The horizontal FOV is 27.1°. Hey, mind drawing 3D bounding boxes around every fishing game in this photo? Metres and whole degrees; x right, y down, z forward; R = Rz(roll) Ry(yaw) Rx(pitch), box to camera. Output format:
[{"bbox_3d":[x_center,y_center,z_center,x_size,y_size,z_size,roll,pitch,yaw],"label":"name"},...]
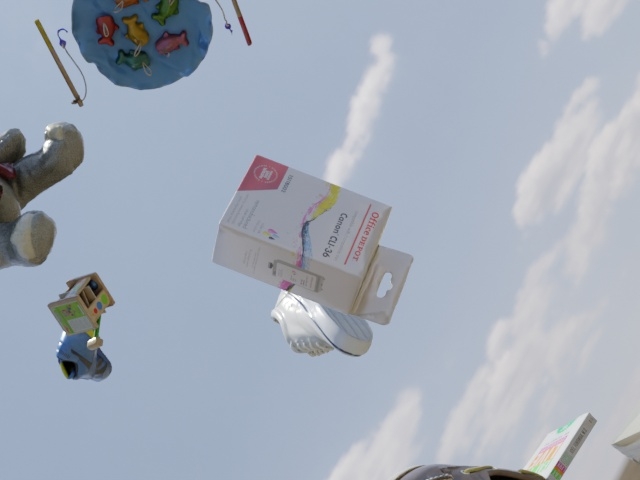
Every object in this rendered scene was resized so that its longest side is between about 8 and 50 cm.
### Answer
[{"bbox_3d":[-0.231,-0.276,1.722,0.041,0.264,0.189,-98,-9,-56],"label":"fishing game"}]

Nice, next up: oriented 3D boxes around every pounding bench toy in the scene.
[{"bbox_3d":[-0.302,0.093,1.734,0.083,0.052,0.065,61,-148,-22],"label":"pounding bench toy"}]

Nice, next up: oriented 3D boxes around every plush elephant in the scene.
[{"bbox_3d":[-0.509,-0.091,1.734,0.255,0.330,0.272,53,-150,-30],"label":"plush elephant"}]

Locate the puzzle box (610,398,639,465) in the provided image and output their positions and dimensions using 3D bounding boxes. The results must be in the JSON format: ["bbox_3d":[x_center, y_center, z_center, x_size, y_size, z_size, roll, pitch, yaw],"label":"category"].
[{"bbox_3d":[0.486,0.063,1.478,0.409,0.052,0.272,-52,-7,-15],"label":"puzzle box"}]

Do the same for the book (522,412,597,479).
[{"bbox_3d":[0.332,0.314,1.892,0.144,0.035,0.096,-45,0,-41],"label":"book"}]

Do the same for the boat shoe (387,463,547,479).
[{"bbox_3d":[0.191,0.336,1.669,0.324,0.096,0.117,12,-111,-51],"label":"boat shoe"}]

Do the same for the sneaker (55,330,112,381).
[{"bbox_3d":[-0.403,0.201,2.212,0.082,0.069,0.209,-54,-14,-20],"label":"sneaker"}]

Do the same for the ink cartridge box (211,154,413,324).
[{"bbox_3d":[0.000,0.000,1.390,0.067,0.198,0.115,107,-175,-48],"label":"ink cartridge box"}]

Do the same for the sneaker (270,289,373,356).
[{"bbox_3d":[0.000,0.132,1.952,0.091,0.094,0.258,-65,23,6],"label":"sneaker"}]
